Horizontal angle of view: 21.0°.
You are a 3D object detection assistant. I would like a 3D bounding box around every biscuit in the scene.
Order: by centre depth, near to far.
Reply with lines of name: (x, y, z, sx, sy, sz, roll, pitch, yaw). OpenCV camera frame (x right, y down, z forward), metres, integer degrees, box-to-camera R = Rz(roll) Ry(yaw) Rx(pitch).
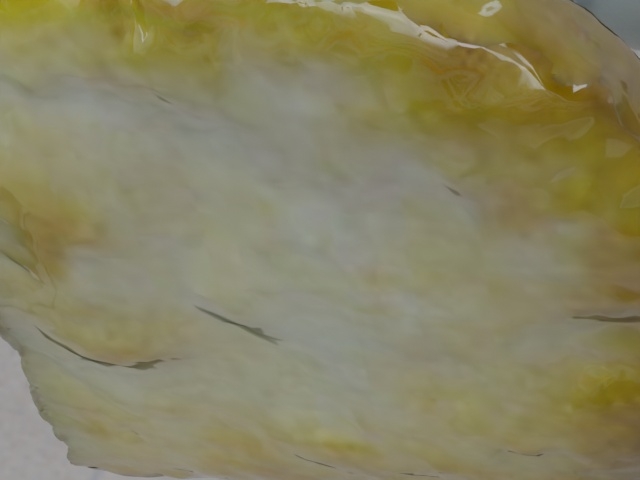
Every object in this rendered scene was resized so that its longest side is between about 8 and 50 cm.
biscuit: (0.000, -0.001, 0.850, 0.446, 0.429, 0.104, 1, 51, 23)

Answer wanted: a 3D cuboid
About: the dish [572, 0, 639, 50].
dish: (0.143, -0.168, 0.947, 0.066, 0.191, 0.191, -34, 46, 1)
